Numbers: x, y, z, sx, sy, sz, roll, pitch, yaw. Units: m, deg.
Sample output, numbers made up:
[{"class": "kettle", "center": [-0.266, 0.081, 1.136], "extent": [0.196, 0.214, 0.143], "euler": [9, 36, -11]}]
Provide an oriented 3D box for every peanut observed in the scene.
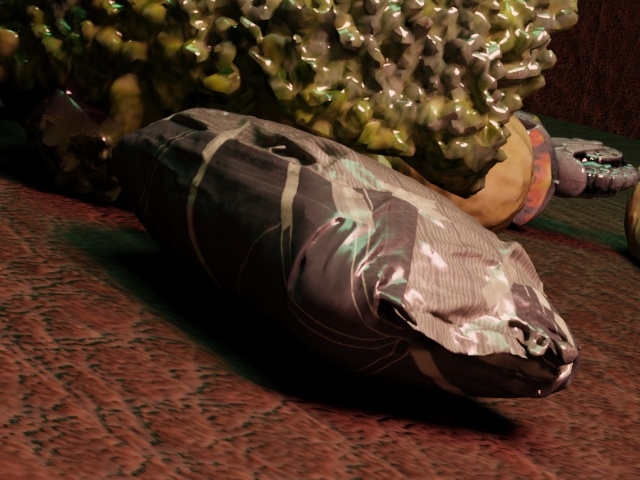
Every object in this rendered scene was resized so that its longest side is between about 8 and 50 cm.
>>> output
[{"class": "peanut", "center": [0.081, -0.066, 1.475], "extent": [0.125, 0.111, 0.274], "euler": [17, 7, -29]}]

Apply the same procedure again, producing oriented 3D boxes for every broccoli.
[{"class": "broccoli", "center": [-0.042, -0.143, 1.211], "extent": [0.338, 0.277, 0.317], "euler": [9, -26, -14]}]

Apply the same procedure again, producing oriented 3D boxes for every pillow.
[{"class": "pillow", "center": [0.000, 0.000, 0.950], "extent": [0.161, 0.092, 0.335], "euler": [25, 2, -29]}]

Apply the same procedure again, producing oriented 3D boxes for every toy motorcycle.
[{"class": "toy motorcycle", "center": [0.119, -0.086, 1.689], "extent": [0.307, 0.108, 0.173], "euler": [17, 18, 28]}]

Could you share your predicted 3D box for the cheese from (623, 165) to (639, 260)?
[{"class": "cheese", "center": [0.347, -0.004, 1.642], "extent": [0.159, 0.093, 0.263], "euler": [16, 8, -7]}]
